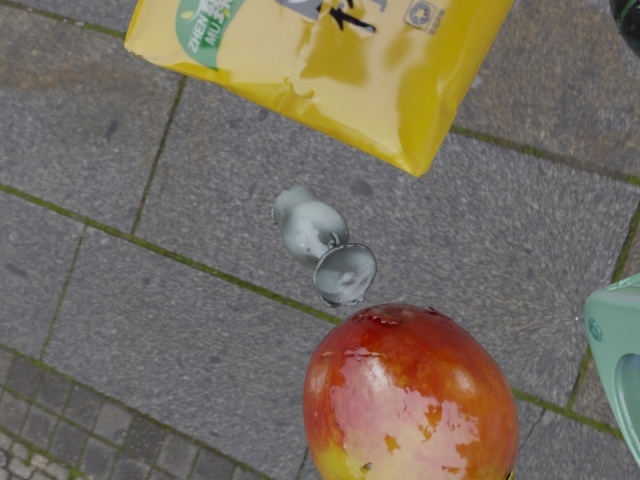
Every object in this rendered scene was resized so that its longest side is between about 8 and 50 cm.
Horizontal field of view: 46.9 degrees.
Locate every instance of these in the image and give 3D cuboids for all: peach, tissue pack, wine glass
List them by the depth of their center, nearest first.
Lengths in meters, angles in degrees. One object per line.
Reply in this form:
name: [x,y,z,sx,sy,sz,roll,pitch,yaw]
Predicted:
tissue pack: [0.036,-0.290,0.641,0.293,0.228,0.381,22,110,-13]
wine glass: [0.000,0.000,1.085,0.103,0.103,0.222,-48,34,9]
peach: [0.145,0.273,1.194,0.370,0.370,0.370,-2,84,19]

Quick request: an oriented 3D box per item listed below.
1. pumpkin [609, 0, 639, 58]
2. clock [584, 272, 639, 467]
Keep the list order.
pumpkin: [0.571,-0.387,1.052,0.315,0.238,0.315,-2,87,34]
clock: [0.243,0.121,0.452,0.066,0.159,0.210,-20,93,-4]
